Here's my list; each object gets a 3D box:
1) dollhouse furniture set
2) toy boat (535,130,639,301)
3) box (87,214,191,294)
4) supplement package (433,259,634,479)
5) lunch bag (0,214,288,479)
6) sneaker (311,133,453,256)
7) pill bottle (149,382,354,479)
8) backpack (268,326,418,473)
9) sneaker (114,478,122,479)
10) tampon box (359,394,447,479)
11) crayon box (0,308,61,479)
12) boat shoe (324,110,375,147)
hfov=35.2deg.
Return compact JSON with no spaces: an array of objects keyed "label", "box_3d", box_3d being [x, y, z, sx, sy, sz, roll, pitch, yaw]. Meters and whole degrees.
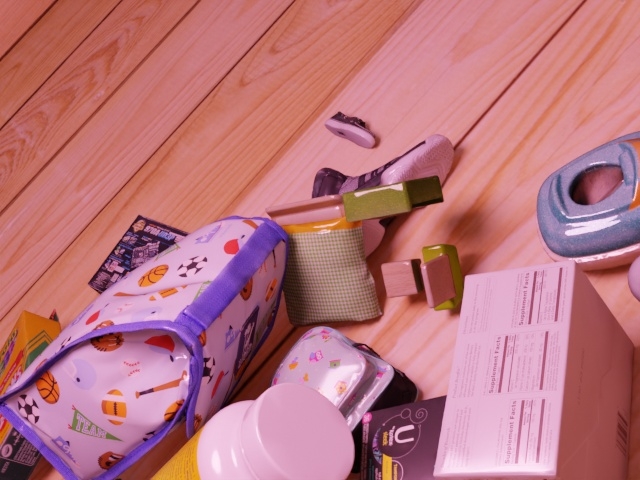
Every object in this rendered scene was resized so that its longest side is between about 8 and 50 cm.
[{"label":"dollhouse furniture set","box_3d":[0.033,0.030,1.471,0.301,0.151,0.198,-10,94,28]},{"label":"toy boat","box_3d":[0.406,-0.023,1.278,0.267,0.148,0.318,-26,42,21]},{"label":"box","box_3d":[-0.329,0.051,1.926,0.220,0.051,0.175,17,68,48]},{"label":"supplement package","box_3d":[0.256,0.192,1.172,0.145,0.204,0.262,-10,50,34]},{"label":"lunch bag","box_3d":[-0.226,0.151,1.483,0.385,0.239,0.328,-40,8,34]},{"label":"sneaker","box_3d":[0.082,-0.093,1.636,0.268,0.101,0.153,-44,47,-7]},{"label":"pill bottle","box_3d":[-0.105,0.325,1.294,0.334,0.187,0.188,-47,31,38]},{"label":"backpack","box_3d":[0.014,0.211,1.417,0.166,0.144,0.188,-55,37,-5]},{"label":"sneaker","box_3d":[-0.353,0.418,1.633,0.083,0.035,0.031,-50,40,-7]},{"label":"tampon box","box_3d":[0.144,0.276,1.275,0.161,0.101,0.121,-19,46,27]},{"label":"crayon box","box_3d":[-0.540,0.268,1.822,0.202,0.081,0.318,-59,28,13]},{"label":"boat shoe","box_3d":[0.058,-0.205,1.821,0.040,0.049,0.142,-50,37,-8]}]
